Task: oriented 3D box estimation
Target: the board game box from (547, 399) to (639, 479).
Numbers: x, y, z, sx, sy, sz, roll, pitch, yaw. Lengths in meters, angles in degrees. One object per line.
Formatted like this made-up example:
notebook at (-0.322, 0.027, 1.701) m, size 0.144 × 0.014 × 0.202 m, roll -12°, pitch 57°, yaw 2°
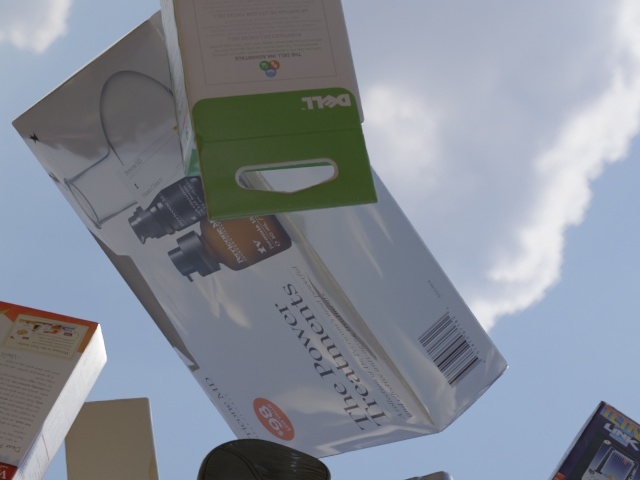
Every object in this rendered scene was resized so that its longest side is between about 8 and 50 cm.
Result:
board game box at (0.261, 0.222, 1.402) m, size 0.141 × 0.170 × 0.048 m, roll -43°, pitch 164°, yaw -52°

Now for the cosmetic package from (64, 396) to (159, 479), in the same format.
cosmetic package at (-0.239, 0.345, 2.087) m, size 0.113 × 0.160 × 0.309 m, roll -4°, pitch -142°, yaw -8°

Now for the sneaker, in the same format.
sneaker at (-0.057, 0.212, 1.131) m, size 0.222 × 0.083 × 0.118 m, roll -50°, pitch 156°, yaw -69°

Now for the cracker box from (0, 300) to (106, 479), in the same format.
cracker box at (-0.337, 0.170, 1.809) m, size 0.156 × 0.067 × 0.232 m, roll 12°, pitch -133°, yaw 15°

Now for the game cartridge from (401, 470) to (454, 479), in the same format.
game cartridge at (0.072, 0.399, 1.800) m, size 0.196 × 0.060 × 0.294 m, roll -17°, pitch -111°, yaw 19°

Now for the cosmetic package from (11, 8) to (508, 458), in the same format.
cosmetic package at (-0.059, -0.001, 1.424) m, size 0.097 × 0.377 × 0.284 m, roll -39°, pitch -172°, yaw -30°

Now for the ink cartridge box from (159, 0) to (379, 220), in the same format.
ink cartridge box at (-0.037, -0.100, 1.122) m, size 0.062 × 0.109 × 0.209 m, roll 110°, pitch -28°, yaw -64°
